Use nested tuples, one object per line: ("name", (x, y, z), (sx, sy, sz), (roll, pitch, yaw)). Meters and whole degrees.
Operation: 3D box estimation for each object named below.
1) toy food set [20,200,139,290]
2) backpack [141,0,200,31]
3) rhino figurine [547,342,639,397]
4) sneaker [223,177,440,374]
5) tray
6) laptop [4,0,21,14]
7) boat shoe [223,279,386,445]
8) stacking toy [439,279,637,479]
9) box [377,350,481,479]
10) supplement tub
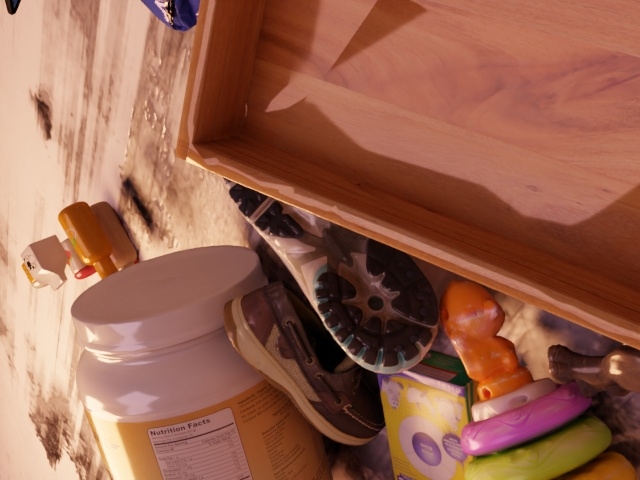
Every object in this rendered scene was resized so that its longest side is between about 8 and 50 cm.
("toy food set", (-0.303, 0.030, 1.053), (0.232, 0.111, 0.104), (-33, 86, 48))
("backpack", (-0.109, -0.243, 0.676), (0.098, 0.101, 0.120), (39, 159, 18))
("rhino figurine", (0.190, -0.003, 0.528), (0.106, 0.073, 0.243), (-9, 103, 39))
("sneaker", (0.000, 0.000, 0.711), (0.283, 0.110, 0.122), (62, 174, 22))
("tray", (0.113, -0.081, 0.466), (0.411, 0.076, 0.203), (23, 113, 22))
("laptop", (-0.160, -0.314, 0.662), (0.264, 0.136, 0.234), (8, 76, 23))
("boat shoe", (0.005, 0.116, 0.749), (0.073, 0.080, 0.223), (-30, 125, 21))
("stacking toy", (0.164, 0.169, 0.616), (0.302, 0.166, 0.175), (68, 156, 12))
("box", (0.112, 0.191, 0.751), (0.105, 0.043, 0.179), (9, 120, 45))
("supplement tub", (-0.119, 0.184, 0.851), (0.228, 0.228, 0.316), (5, 115, 46))
